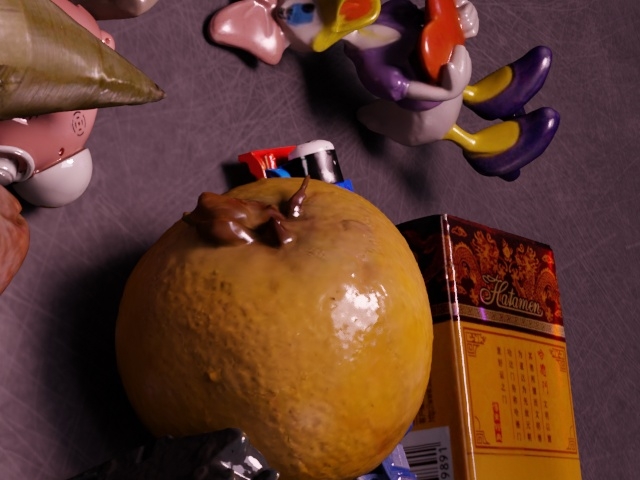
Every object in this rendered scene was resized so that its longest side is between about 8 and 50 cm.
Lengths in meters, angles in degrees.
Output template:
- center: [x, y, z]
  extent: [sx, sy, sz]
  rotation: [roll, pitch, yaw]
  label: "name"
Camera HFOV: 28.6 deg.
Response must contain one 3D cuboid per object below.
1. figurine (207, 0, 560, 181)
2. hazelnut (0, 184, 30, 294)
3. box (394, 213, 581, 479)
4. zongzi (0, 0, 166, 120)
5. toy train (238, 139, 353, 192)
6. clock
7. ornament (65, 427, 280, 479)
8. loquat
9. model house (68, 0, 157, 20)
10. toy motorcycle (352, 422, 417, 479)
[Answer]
- center: [0.077, -0.201, 1.383]
  extent: [0.421, 0.193, 0.154]
  rotation: [30, 52, -34]
  label: "figurine"
- center: [-0.276, 0.002, 0.854]
  extent: [0.154, 0.143, 0.143]
  rotation: [32, 52, -55]
  label: "hazelnut"
- center: [0.186, 0.190, 1.439]
  extent: [0.264, 0.115, 0.415]
  rotation: [13, 67, -50]
  label: "box"
- center: [-0.288, -0.219, 0.853]
  extent: [0.360, 0.160, 0.323]
  rotation: [-10, 88, -37]
  label: "zongzi"
- center: [0.000, 0.000, 1.241]
  extent: [0.082, 0.131, 0.204]
  rotation: [-14, 89, -54]
  label: "toy train"
- center: [-0.239, -0.119, 0.996]
  extent: [0.166, 0.092, 0.162]
  rotation: [32, 56, -45]
  label: "clock"
- center: [-0.072, 0.247, 0.995]
  extent: [0.236, 0.202, 0.080]
  rotation: [53, 33, -32]
  label: "ornament"
- center: [-0.038, 0.071, 1.044]
  extent: [0.275, 0.274, 0.275]
  rotation: [25, 58, -47]
  label: "loquat"
- center: [-0.214, -0.300, 1.049]
  extent: [0.188, 0.122, 0.229]
  rotation: [44, 30, -40]
  label: "model house"
- center: [0.050, 0.176, 1.257]
  extent: [0.076, 0.114, 0.205]
  rotation: [25, 58, -48]
  label: "toy motorcycle"
